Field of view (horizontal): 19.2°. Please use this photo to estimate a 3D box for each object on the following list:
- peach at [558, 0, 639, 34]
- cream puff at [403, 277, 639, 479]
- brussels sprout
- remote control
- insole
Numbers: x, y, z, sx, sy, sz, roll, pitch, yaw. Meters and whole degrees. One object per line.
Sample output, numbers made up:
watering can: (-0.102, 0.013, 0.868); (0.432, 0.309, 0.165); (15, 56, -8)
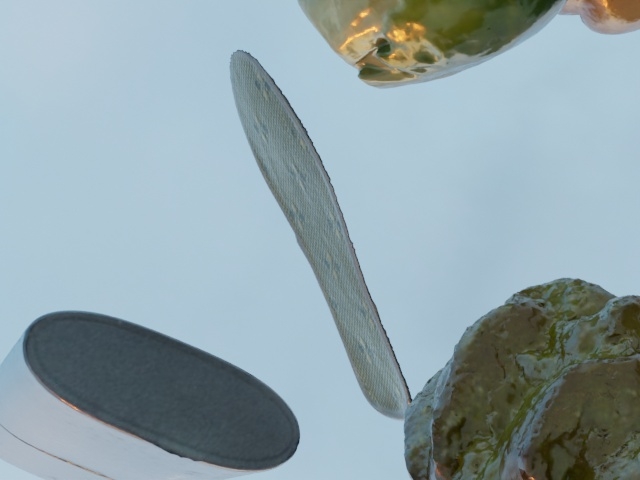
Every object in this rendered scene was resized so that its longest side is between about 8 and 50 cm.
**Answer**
peach: (0.207, -0.212, 1.345); (0.138, 0.138, 0.138); (-11, -67, -28)
cream puff: (0.153, 0.144, 1.058); (0.196, 0.244, 0.244); (-14, -61, 5)
brussels sprout: (0.075, -0.173, 1.134); (0.180, 0.161, 0.144); (-44, -37, 2)
remote control: (-0.098, 0.082, 0.845); (0.107, 0.377, 0.044); (28, -104, -7)
insole: (0.000, 0.000, 1.462); (0.007, 0.109, 0.322); (-29, -73, -24)
